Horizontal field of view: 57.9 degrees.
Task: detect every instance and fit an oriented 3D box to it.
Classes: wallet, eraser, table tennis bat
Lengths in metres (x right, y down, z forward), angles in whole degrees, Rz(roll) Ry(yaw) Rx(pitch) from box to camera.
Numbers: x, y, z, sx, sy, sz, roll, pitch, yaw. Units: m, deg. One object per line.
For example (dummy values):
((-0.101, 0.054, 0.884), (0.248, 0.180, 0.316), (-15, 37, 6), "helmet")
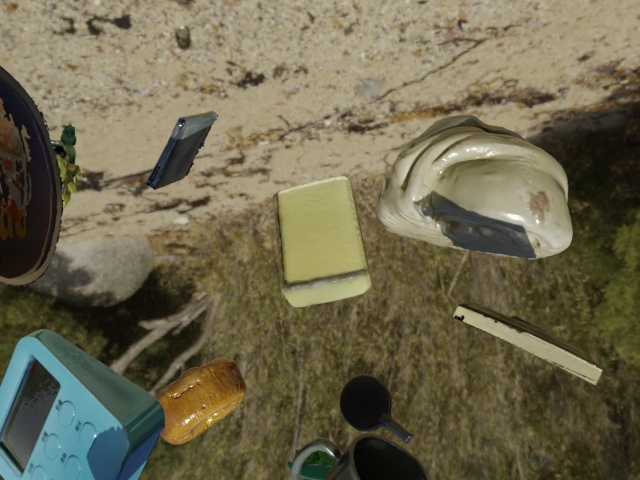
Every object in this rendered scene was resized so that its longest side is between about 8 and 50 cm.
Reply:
((-0.355, -0.231, 1.478), (0.222, 0.036, 0.167), (-56, 174, 26), "wallet")
((0.000, 0.000, 0.796), (0.117, 0.172, 0.058), (-12, 145, 5), "eraser")
((0.152, 0.468, 1.583), (0.236, 0.150, 0.027), (33, -179, 30), "table tennis bat")

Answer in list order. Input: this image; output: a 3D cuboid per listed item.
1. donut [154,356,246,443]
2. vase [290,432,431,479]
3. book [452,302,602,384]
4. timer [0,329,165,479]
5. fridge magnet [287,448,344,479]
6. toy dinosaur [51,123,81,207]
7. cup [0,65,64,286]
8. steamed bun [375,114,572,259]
((-0.269, 0.352, 1.279), (0.227, 0.114, 0.226), (-33, 163, -11), "donut")
((0.039, 0.502, 1.112), (0.301, 0.251, 0.156), (-53, 179, 27), "vase")
((0.255, 0.115, 0.710), (0.157, 0.026, 0.231), (24, -177, 22), "book")
((-0.375, 0.280, 0.829), (0.250, 0.232, 0.091), (30, -164, 11), "timer")
((0.005, 0.666, 1.720), (0.208, 0.088, 0.208), (4, 153, 2), "fridge magnet")
((-0.449, -0.083, 0.943), (0.094, 0.153, 0.259), (8, 139, -29), "toy dinosaur")
((-0.409, -0.041, 0.502), (0.288, 0.203, 0.203), (-5, -177, 1), "cup")
((0.251, -0.096, 0.955), (0.310, 0.219, 0.324), (12, 174, 14), "steamed bun")
